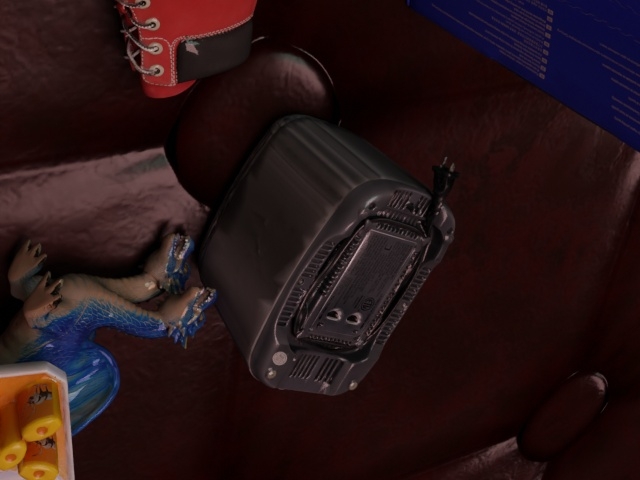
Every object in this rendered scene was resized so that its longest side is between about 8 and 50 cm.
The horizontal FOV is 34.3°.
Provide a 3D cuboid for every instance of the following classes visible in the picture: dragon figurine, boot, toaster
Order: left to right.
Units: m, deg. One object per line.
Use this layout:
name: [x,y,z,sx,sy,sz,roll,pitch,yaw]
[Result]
dragon figurine: [-0.209,0.095,0.786,0.289,0.085,0.144,-45,137,-1]
boot: [-0.135,-0.167,0.642,0.244,0.088,0.176,-7,127,-37]
toaster: [0.000,0.000,0.822,0.129,0.146,0.227,13,114,-43]

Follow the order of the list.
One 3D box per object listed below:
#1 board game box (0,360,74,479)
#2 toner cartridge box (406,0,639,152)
board game box: [-0.372,0.267,0.750,0.390,0.050,0.390,-5,126,-15]
toner cartridge box: [0.189,-0.173,0.682,0.075,0.348,0.165,-22,133,-24]
